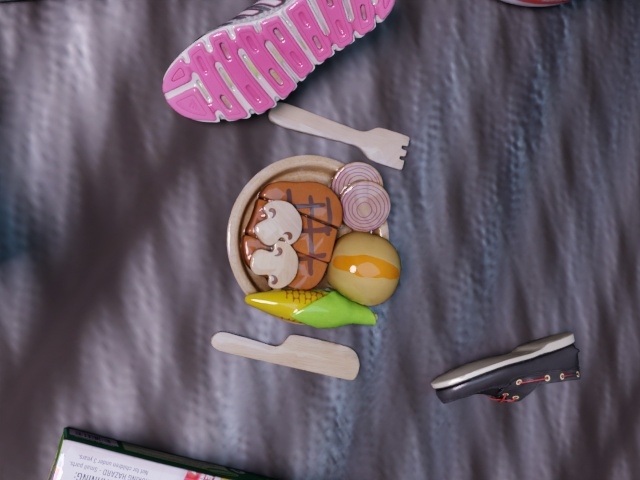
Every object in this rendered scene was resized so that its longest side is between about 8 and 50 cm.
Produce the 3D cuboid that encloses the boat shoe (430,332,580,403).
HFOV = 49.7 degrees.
[{"bbox_3d":[0.149,0.107,0.541,0.133,0.049,0.041,-11,85,-23],"label":"boat shoe"}]

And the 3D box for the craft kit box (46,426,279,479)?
[{"bbox_3d":[-0.085,0.274,0.444,0.250,0.061,0.246,20,79,-18],"label":"craft kit box"}]

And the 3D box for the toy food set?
[{"bbox_3d":[0.000,0.000,0.494,0.133,0.038,0.191,14,85,-19],"label":"toy food set"}]

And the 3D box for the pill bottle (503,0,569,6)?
[{"bbox_3d":[0.219,-0.291,0.399,0.211,0.363,0.210,0,90,-19],"label":"pill bottle"}]

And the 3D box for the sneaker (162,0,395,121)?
[{"bbox_3d":[-0.031,-0.141,0.476,0.171,0.074,0.063,-32,119,6],"label":"sneaker"}]
